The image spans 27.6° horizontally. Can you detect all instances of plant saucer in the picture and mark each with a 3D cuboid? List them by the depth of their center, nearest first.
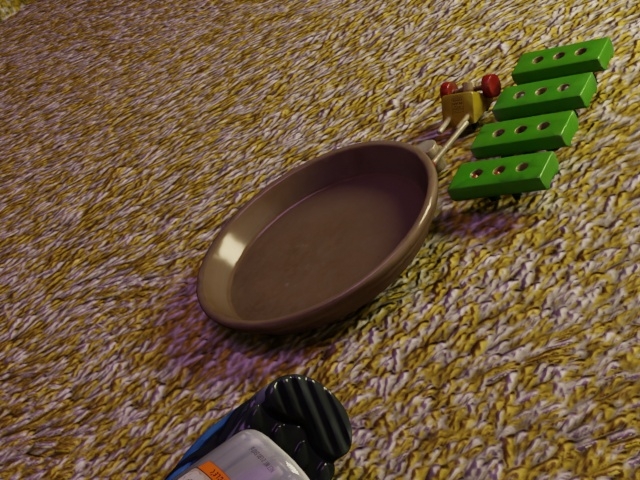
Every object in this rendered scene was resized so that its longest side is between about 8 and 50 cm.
[{"bbox_3d":[0.000,0.000,1.330,0.278,0.041,0.278,-23,32,15],"label":"plant saucer"}]

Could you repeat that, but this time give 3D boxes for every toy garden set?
[{"bbox_3d":[0.194,-0.114,1.402,0.204,0.049,0.244,-6,37,38],"label":"toy garden set"}]

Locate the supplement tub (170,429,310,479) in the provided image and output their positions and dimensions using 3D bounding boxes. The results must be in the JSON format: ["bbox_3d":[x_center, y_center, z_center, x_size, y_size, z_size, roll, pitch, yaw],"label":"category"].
[{"bbox_3d":[-0.090,0.223,0.869,0.190,0.117,0.117,-34,29,-20],"label":"supplement tub"}]

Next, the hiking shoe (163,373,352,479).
[{"bbox_3d":[-0.095,0.235,0.998,0.304,0.113,0.132,-44,2,-20],"label":"hiking shoe"}]
